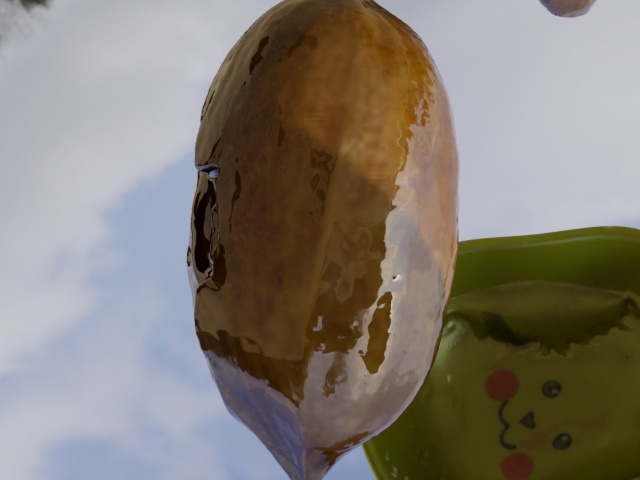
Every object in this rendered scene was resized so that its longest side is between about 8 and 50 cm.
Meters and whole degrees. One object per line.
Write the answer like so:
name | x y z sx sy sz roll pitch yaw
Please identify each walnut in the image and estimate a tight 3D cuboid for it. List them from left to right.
walnut | 0.000 0.000 0.558 0.116 0.207 0.116 1 -178 0

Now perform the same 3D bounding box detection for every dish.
dish | 0.162 0.108 0.967 0.263 0.108 0.221 -15 -119 12

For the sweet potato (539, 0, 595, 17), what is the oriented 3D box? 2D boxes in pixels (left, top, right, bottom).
sweet potato | 0.201 -0.303 1.174 0.075 0.273 0.075 -10 -139 9
